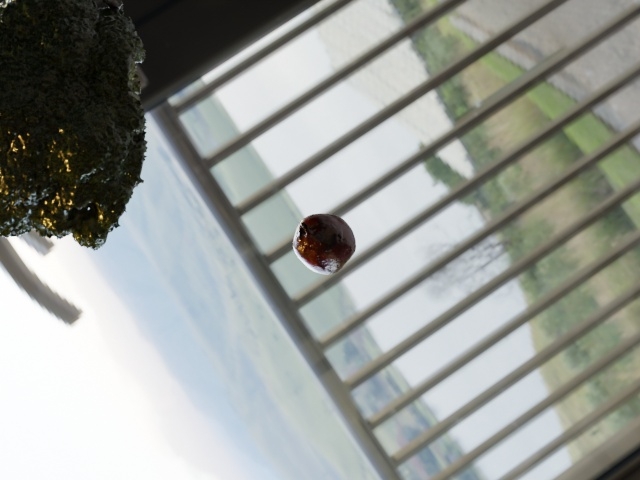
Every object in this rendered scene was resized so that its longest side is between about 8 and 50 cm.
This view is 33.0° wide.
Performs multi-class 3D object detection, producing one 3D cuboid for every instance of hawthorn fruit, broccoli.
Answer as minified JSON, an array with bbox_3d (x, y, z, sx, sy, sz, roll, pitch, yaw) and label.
[{"bbox_3d":[0.004,0.003,1.252,0.077,0.077,0.077,55,174,9],"label":"hawthorn fruit"},{"bbox_3d":[-0.326,-0.143,1.314,0.283,0.303,0.322,22,-114,-68],"label":"broccoli"}]
